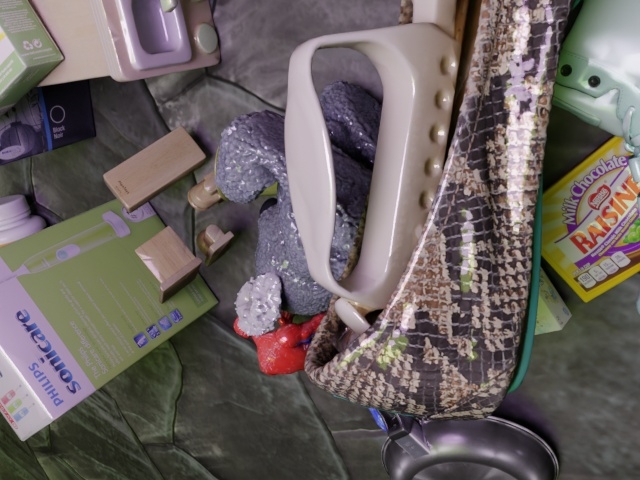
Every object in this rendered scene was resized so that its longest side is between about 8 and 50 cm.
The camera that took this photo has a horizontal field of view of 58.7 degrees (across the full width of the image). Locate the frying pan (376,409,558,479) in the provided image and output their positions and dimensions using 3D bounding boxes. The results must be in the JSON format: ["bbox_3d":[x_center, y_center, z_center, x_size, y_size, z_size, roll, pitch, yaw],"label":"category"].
[{"bbox_3d":[0.139,0.217,0.613,0.197,0.053,0.326,-15,123,23],"label":"frying pan"}]

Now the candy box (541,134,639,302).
[{"bbox_3d":[0.270,-0.041,0.474,0.105,0.027,0.206,50,130,9],"label":"candy box"}]

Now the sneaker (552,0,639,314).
[{"bbox_3d":[0.226,-0.066,0.414,0.151,0.094,0.256,14,106,27],"label":"sneaker"}]

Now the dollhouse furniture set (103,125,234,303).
[{"bbox_3d":[-0.191,-0.028,0.733,0.151,0.144,0.123,51,159,1],"label":"dollhouse furniture set"}]

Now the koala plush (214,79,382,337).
[{"bbox_3d":[0.000,0.000,0.563,0.203,0.196,0.221,46,134,13],"label":"koala plush"}]

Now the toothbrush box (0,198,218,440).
[{"bbox_3d":[-0.313,0.085,0.760,0.122,0.283,0.206,-35,92,39],"label":"toothbrush box"}]

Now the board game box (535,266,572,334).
[{"bbox_3d":[0.160,0.027,0.565,0.154,0.026,0.103,56,144,-2],"label":"board game box"}]

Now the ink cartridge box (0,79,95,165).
[{"bbox_3d":[-0.386,-0.273,0.710,0.065,0.165,0.333,17,122,26],"label":"ink cartridge box"}]

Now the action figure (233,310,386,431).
[{"bbox_3d":[0.033,0.135,0.691,0.280,0.139,0.091,26,125,-6],"label":"action figure"}]

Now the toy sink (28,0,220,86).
[{"bbox_3d":[-0.206,-0.242,0.614,0.234,0.153,0.131,3,114,32],"label":"toy sink"}]

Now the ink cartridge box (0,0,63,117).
[{"bbox_3d":[-0.387,-0.251,0.586,0.171,0.056,0.235,-21,104,35],"label":"ink cartridge box"}]

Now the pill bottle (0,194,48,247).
[{"bbox_3d":[-0.516,0.035,0.978,0.117,0.117,0.215,3,114,33],"label":"pill bottle"}]

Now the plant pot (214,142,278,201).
[{"bbox_3d":[-0.067,-0.082,0.654,0.079,0.083,0.083,7,117,17],"label":"plant pot"}]

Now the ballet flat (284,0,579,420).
[{"bbox_3d":[0.074,-0.120,0.361,0.181,0.164,0.483,9,95,-16],"label":"ballet flat"}]
